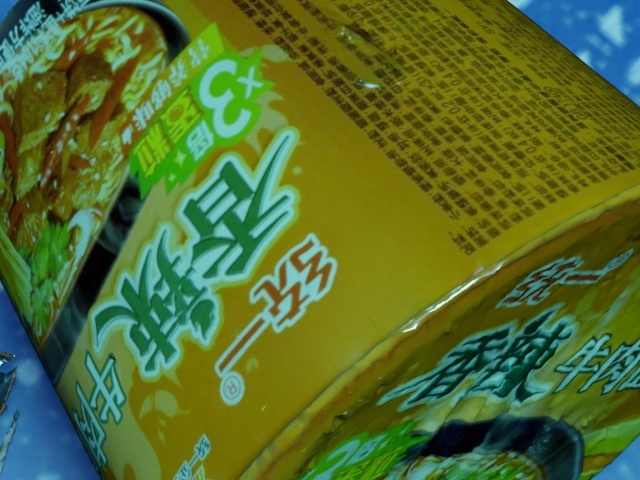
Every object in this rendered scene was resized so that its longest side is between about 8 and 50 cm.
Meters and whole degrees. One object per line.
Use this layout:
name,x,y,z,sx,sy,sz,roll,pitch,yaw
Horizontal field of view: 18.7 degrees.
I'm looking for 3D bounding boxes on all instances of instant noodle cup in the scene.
instant noodle cup,0.000,0.000,0.618,0.230,0.230,0.182,-33,66,-13

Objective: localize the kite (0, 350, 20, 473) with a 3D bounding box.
kite,-0.182,0.096,0.676,0.183,0.014,0.241,-25,74,-10
